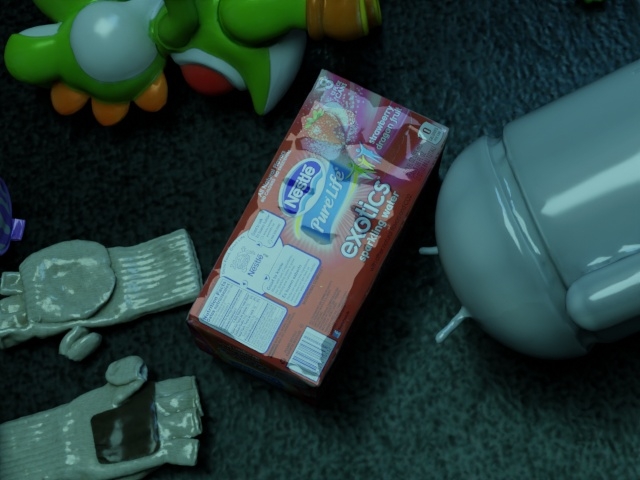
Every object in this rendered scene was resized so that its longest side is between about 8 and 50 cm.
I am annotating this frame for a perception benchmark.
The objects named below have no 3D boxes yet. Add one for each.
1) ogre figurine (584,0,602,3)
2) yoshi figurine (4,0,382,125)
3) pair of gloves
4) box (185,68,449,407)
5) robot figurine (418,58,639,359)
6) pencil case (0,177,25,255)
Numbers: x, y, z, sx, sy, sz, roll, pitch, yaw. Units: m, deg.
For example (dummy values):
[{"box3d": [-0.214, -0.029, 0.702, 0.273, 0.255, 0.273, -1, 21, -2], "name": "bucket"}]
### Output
[{"box3d": [0.254, -0.338, 1.303, 0.097, 0.118, 0.197, 19, 73, 17], "name": "ogre figurine"}, {"box3d": [-0.135, -0.246, 1.317, 0.362, 0.203, 0.203, -10, 52, 10], "name": "yoshi figurine"}, {"box3d": [-0.206, 0.107, 1.264, 0.204, 0.042, 0.240, -8, 67, 8], "name": "pair of gloves"}, {"box3d": [0.000, 0.000, 1.210, 0.128, 0.122, 0.257, 26, 76, 6], "name": "box"}, {"box3d": [0.243, -0.030, 1.125, 0.353, 0.300, 0.200, -26, 110, 14], "name": "robot figurine"}, {"box3d": [-0.397, -0.024, 1.327, 0.206, 0.088, 0.086, 3, 63, 13], "name": "pencil case"}]
